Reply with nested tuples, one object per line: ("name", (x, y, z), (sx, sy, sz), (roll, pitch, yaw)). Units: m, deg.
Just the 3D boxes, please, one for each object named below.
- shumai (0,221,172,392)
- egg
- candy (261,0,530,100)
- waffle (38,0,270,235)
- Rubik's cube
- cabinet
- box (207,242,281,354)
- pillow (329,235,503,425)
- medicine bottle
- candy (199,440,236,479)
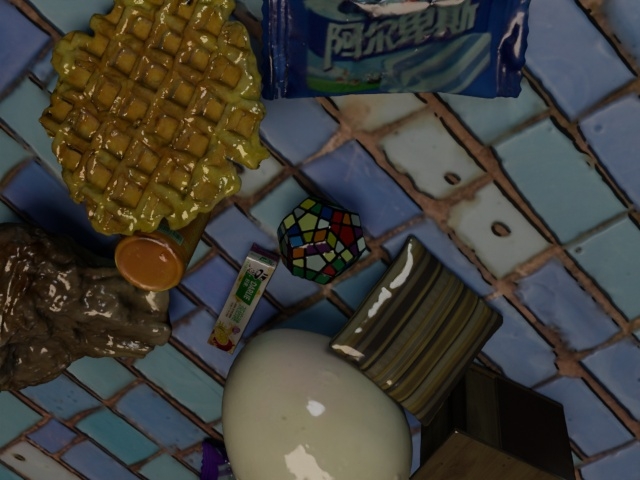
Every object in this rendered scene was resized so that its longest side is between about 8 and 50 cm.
("shumai", (-0.400, 0.094, 1.245), (0.283, 0.217, 0.346), (-11, 139, -21))
("egg", (-0.010, 0.296, 1.213), (0.283, 0.283, 0.345), (-25, 106, 23))
("candy", (0.088, -0.255, 0.950), (0.331, 0.077, 0.187), (3, 126, 5))
("waffle", (-0.214, -0.169, 0.978), (0.302, 0.068, 0.324), (-18, 80, 15))
("Rubik's cube", (0.000, 0.000, 1.113), (0.112, 0.133, 0.133), (49, 121, 6))
("cabinet", (0.268, 0.326, 1.252), (0.215, 0.174, 0.148), (27, 124, -10))
("box", (-0.124, 0.098, 1.243), (0.050, 0.041, 0.207), (25, 124, -4))
("pillow", (0.147, 0.136, 1.164), (0.212, 0.052, 0.208), (41, 82, -17))
("medicine bottle", (-0.211, -0.021, 1.084), (0.096, 0.192, 0.096), (4, 126, 6))
("candy", (-0.108, 0.458, 1.471), (0.275, 0.070, 0.145), (8, 116, 6))
